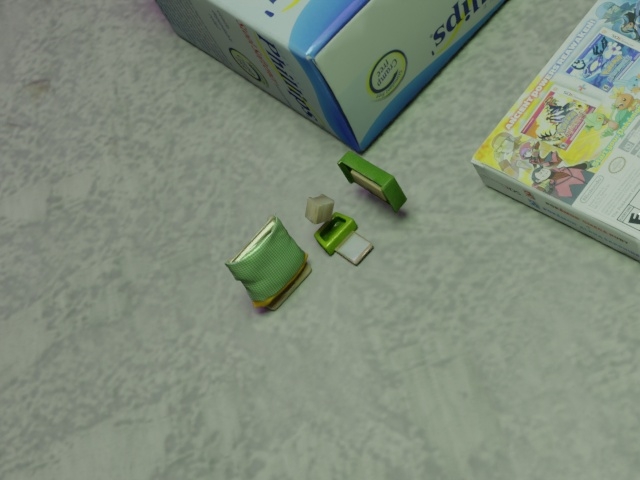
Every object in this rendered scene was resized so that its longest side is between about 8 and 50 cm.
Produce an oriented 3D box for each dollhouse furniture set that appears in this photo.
[{"bbox_3d":[0.000,0.000,1.354,0.151,0.076,0.058,-47,52,-11],"label":"dollhouse furniture set"}]

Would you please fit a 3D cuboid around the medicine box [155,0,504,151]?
[{"bbox_3d":[0.010,-0.269,1.480,0.263,0.149,0.289,-47,52,-10],"label":"medicine box"}]

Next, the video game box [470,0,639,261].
[{"bbox_3d":[0.257,-0.096,1.321,0.187,0.048,0.205,31,75,34],"label":"video game box"}]
